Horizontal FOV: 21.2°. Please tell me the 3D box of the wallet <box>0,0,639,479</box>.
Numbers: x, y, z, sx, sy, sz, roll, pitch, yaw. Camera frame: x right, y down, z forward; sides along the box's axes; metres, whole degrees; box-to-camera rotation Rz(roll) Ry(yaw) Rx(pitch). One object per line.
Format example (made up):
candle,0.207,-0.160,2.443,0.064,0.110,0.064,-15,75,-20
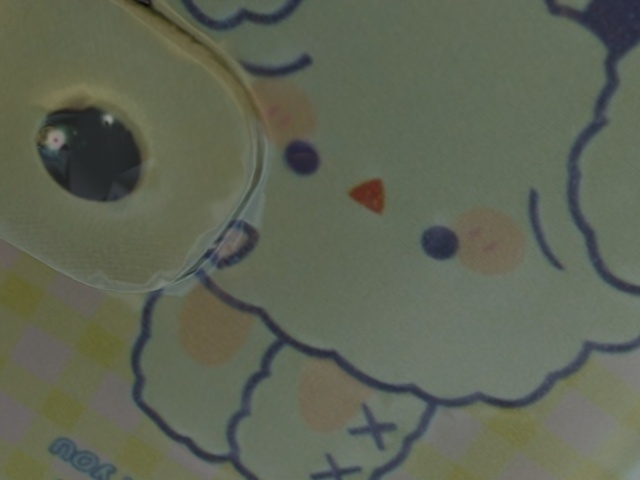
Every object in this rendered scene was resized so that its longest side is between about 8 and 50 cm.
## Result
wallet,0.000,0.000,0.420,0.223,0.309,0.077,34,-146,-1
